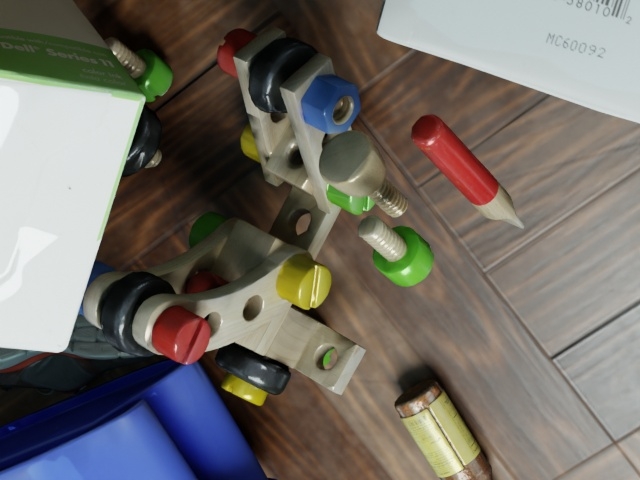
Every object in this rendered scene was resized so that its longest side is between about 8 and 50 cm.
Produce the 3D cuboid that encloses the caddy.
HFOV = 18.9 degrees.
[{"bbox_3d":[-0.192,0.230,1.479,0.341,0.241,0.179,-23,96,21],"label":"caddy"}]

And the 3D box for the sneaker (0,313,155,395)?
[{"bbox_3d":[-0.195,0.091,1.537,0.158,0.061,0.065,-5,134,17],"label":"sneaker"}]

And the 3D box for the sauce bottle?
[{"bbox_3d":[0.105,0.169,1.485,0.042,0.042,0.128,-26,100,21],"label":"sauce bottle"}]

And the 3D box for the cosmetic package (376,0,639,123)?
[{"bbox_3d":[0.179,-0.201,1.157,0.197,0.365,0.155,20,111,10],"label":"cosmetic package"}]

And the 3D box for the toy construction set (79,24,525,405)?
[{"bbox_3d":[0.000,0.000,1.381,0.308,0.257,0.237,-3,153,32],"label":"toy construction set"}]

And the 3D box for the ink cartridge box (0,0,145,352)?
[{"bbox_3d":[-0.260,-0.101,1.382,0.119,0.353,0.207,6,117,-31],"label":"ink cartridge box"}]
